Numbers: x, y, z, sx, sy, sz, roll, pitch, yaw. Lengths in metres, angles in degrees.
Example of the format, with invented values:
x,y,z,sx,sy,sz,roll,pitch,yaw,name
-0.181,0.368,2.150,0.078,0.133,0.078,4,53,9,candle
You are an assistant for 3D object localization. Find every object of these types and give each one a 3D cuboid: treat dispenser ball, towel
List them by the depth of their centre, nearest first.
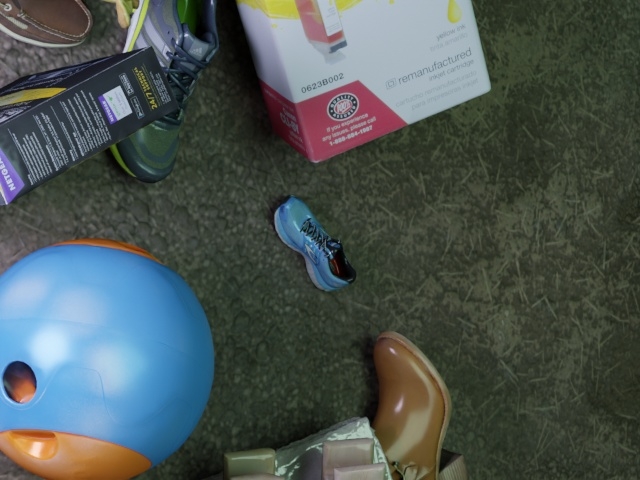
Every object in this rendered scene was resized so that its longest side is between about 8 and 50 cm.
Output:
x,y,z,sx,sy,sz,roll,pitch,yaw,name
-0.268,0.140,1.810,0.288,0.288,0.288,2,86,-38,treat dispenser ball
-0.029,0.365,2.086,0.282,0.049,0.187,-19,90,-18,towel

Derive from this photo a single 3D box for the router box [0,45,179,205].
x,y,z,sx,sy,sz,roll,pitch,yaw,name
-0.343,-0.119,1.751,0.243,0.309,0.081,-34,108,-33,router box

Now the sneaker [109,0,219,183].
x,y,z,sx,sy,sz,roll,pitch,yaw,name
-0.197,-0.221,1.990,0.111,0.121,0.300,13,79,-37,sneaker

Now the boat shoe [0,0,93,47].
x,y,z,sx,sy,sz,roll,pitch,yaw,name
-0.374,-0.309,1.872,0.257,0.095,0.095,25,72,-35,boat shoe

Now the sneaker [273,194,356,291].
x,y,z,sx,sy,sz,roll,pitch,yaw,name
0.000,0.000,2.163,0.063,0.073,0.162,-50,117,-28,sneaker

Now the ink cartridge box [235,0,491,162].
x,y,z,sx,sy,sz,roll,pitch,yaw,name
0.036,-0.339,2.049,0.279,0.160,0.385,-23,117,-12,ink cartridge box

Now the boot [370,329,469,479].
x,y,z,sx,sy,sz,roll,pitch,yaw,name
0.082,0.292,2.208,0.220,0.109,0.283,-29,113,-31,boot

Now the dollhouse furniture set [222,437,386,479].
x,y,z,sx,sy,sz,roll,pitch,yaw,name
-0.078,0.453,1.868,0.394,0.362,0.256,-4,115,-12,dollhouse furniture set

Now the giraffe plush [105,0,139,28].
x,y,z,sx,sy,sz,roll,pitch,yaw,name
-0.266,-0.351,1.834,0.181,0.210,0.170,-59,160,-20,giraffe plush
